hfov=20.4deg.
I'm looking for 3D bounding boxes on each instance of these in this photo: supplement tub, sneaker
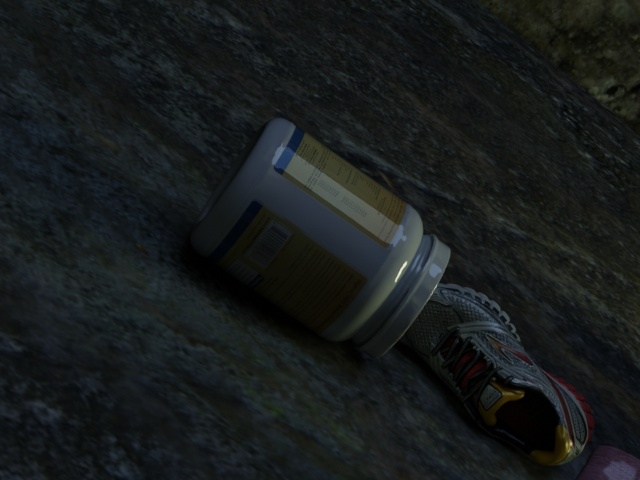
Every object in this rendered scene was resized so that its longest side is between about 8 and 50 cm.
[{"bbox_3d":[0.000,0.000,1.576,0.199,0.144,0.144,35,18,-7],"label":"supplement tub"},{"bbox_3d":[0.161,0.123,1.665,0.225,0.088,0.093,39,19,8],"label":"sneaker"}]

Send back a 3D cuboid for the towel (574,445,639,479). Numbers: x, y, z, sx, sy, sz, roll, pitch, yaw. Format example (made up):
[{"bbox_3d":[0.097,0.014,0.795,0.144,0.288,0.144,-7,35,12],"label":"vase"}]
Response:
[{"bbox_3d":[0.235,0.295,1.241,0.237,0.037,0.329,33,39,11],"label":"towel"}]
